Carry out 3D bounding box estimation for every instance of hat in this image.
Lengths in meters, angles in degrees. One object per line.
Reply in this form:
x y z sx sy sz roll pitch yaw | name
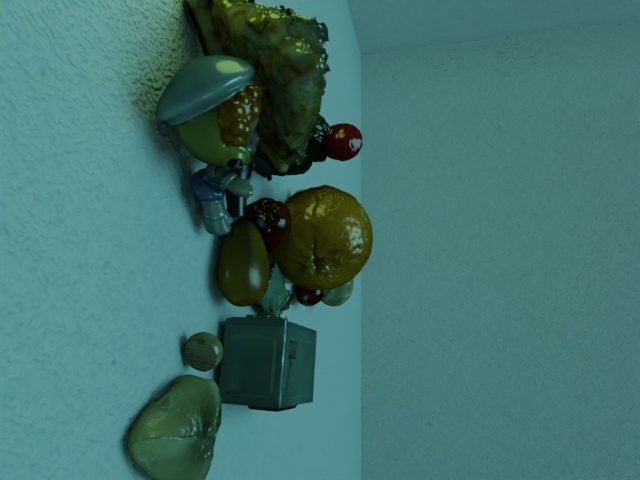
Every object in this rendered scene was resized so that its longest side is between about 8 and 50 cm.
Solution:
-0.040 -0.318 1.351 0.274 0.333 0.242 -33 122 -77 | hat

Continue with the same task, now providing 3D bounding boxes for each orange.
0.000 0.000 1.427 0.293 0.341 0.340 -94 176 -63 | orange

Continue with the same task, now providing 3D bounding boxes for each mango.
-0.192 0.058 1.131 0.151 0.121 0.220 62 23 -62 | mango

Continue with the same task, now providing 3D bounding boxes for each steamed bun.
-0.254 0.360 0.874 0.231 0.111 0.212 78 17 -45 | steamed bun

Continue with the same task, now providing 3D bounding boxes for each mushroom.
0.045 0.170 1.945 0.184 0.255 0.254 -4 93 -33 | mushroom

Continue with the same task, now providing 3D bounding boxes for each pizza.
-0.132 -0.331 1.003 0.080 0.435 0.391 -34 142 -24 | pizza

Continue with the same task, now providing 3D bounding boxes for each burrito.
-0.150 0.166 1.364 0.228 0.089 0.143 69 37 -50 | burrito

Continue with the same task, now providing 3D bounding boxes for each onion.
-0.043 0.189 1.729 0.131 0.131 0.131 -2 90 -76 | onion

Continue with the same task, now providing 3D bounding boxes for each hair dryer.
-0.177 -0.170 1.216 0.272 0.092 0.235 0 89 -67 | hair dryer

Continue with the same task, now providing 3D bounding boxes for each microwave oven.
-0.136 0.326 1.196 0.295 0.181 0.237 49 43 -68 | microwave oven

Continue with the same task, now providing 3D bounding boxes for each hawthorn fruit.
-0.154 -0.036 1.264 0.148 0.148 0.171 -74 173 -51 | hawthorn fruit

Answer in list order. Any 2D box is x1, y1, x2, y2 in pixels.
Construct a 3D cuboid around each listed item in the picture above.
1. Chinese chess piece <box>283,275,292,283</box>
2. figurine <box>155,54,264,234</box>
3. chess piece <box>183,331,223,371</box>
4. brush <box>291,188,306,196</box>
-0.107 0.096 1.610 0.122 0.051 0.121 -2 90 -76 | Chinese chess piece
-0.225 -0.177 0.918 0.224 0.205 0.381 -116 -151 -62 | figurine
-0.249 0.236 0.951 0.038 0.084 0.083 -48 135 -71 | chess piece
0.003 -0.102 1.644 0.166 0.267 0.174 -66 142 -57 | brush
